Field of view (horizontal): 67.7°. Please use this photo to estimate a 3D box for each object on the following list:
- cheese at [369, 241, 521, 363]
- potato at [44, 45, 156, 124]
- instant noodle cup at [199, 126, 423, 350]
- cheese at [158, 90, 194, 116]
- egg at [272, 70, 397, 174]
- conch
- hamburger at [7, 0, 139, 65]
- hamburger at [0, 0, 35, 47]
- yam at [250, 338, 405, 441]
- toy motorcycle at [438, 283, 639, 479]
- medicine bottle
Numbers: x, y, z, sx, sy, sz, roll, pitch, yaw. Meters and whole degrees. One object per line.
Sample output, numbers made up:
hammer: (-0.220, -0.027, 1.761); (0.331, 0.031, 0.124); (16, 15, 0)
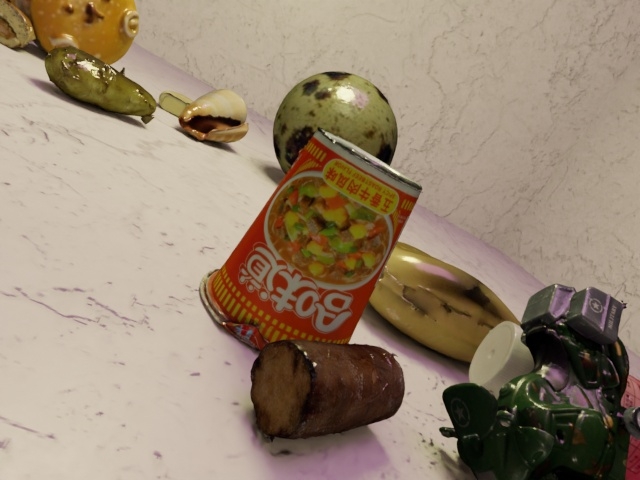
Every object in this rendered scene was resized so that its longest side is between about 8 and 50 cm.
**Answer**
cheese: (0.179, 0.091, 0.784); (0.316, 0.128, 0.259); (29, 5, -35)
potato: (-0.433, -0.310, 0.957); (0.225, 0.090, 0.117); (19, 33, -50)
instant noodle cup: (0.000, 0.000, 0.521); (0.193, 0.212, 0.193); (29, 14, -8)
cheese: (-0.406, -0.408, 1.441); (0.127, 0.050, 0.255); (27, 14, -14)
egg: (0.045, -0.285, 1.348); (0.345, 0.345, 0.428); (34, 3, 12)
conch: (-0.298, -0.321, 1.289); (0.255, 0.127, 0.158); (-34, 95, -52)
hamburger: (-0.570, -0.562, 1.126); (0.261, 0.302, 0.186); (-28, 50, -37)
hamburger: (-0.696, -0.488, 1.038); (0.176, 0.087, 0.102); (26, 16, -9)
yam: (0.010, 0.121, 0.403); (0.141, 0.079, 0.079); (17, 20, -48)
toy motorcycle: (0.227, 0.155, 0.483); (0.187, 0.125, 0.274); (35, 57, -1)
medicine bottle: (0.325, 0.210, 0.617); (0.247, 0.147, 0.147); (32, 14, 1)
